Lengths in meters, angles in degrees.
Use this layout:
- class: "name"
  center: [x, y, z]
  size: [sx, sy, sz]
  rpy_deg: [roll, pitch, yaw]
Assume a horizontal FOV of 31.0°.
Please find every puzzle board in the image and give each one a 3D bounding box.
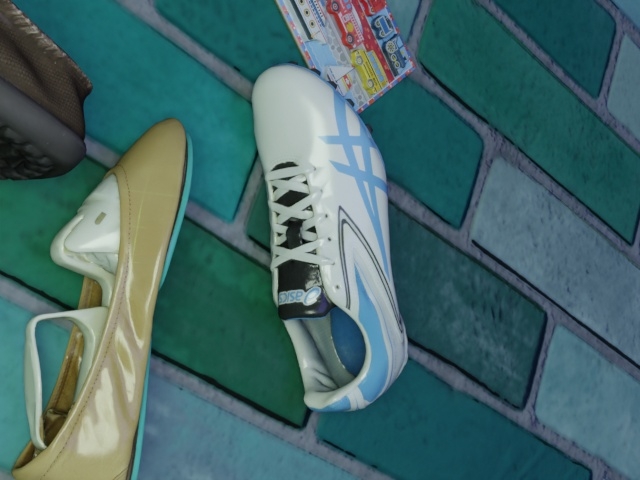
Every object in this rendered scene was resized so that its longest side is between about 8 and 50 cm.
- class: "puzzle board"
  center: [0.017, -0.161, 0.841]
  size: [0.096, 0.011, 0.128]
  rpy_deg: [-42, 113, -36]

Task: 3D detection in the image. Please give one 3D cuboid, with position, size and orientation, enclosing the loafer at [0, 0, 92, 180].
- class: "loafer"
  center: [-0.233, -0.169, 0.534]
  size: [0.366, 0.134, 0.130]
  rpy_deg: [45, 59, -30]

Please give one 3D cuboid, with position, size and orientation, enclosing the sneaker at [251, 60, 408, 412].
- class: "sneaker"
  center: [0.000, 0.000, 0.761]
  size: [0.086, 0.085, 0.237]
  rpy_deg: [-27, 106, -56]

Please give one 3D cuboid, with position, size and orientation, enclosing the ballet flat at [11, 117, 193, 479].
- class: "ballet flat"
  center: [-0.125, 0.033, 0.658]
  size: [0.073, 0.080, 0.232]
  rpy_deg: [14, 76, -25]
